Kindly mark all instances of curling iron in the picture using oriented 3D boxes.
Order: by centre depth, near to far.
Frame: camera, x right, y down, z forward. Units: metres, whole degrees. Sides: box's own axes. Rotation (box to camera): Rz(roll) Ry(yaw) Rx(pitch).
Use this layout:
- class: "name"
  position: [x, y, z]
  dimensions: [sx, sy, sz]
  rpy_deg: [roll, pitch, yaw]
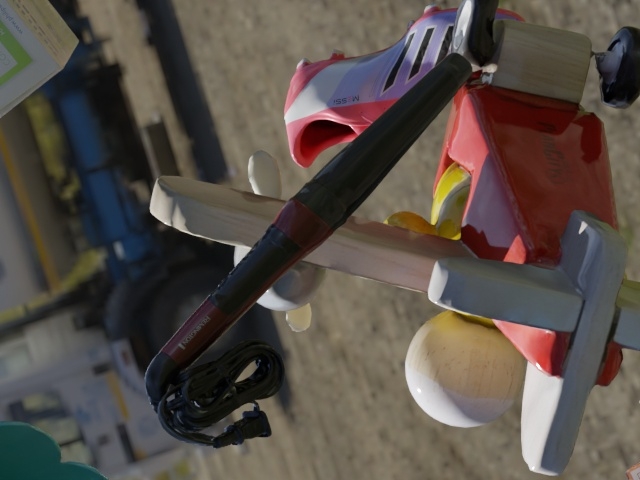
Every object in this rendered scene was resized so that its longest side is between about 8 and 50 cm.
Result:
- class: "curling iron"
  position: [0.000, 0.000, 0.899]
  dimensions: [0.068, 0.274, 0.035]
  rpy_deg: [46, 154, -23]

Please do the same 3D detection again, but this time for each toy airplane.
- class: "toy airplane"
  position: [0.134, 0.032, 1.147]
  dimensions: [0.386, 0.384, 0.272]
  rpy_deg: [39, 128, 28]

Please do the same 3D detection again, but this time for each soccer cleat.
- class: "soccer cleat"
  position: [0.070, -0.129, 1.426]
  dimensions: [0.083, 0.248, 0.095]
  rpy_deg: [27, -121, -43]

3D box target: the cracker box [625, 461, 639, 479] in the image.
- class: "cracker box"
  position: [0.305, 0.260, 1.169]
  dimensions: [0.156, 0.067, 0.232]
  rpy_deg: [38, -154, -56]

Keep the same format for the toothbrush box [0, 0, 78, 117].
- class: "toothbrush box"
  position: [-0.281, -0.176, 1.187]
  dimensions: [0.206, 0.122, 0.283]
  rpy_deg: [52, -177, -11]

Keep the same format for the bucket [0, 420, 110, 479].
- class: "bucket"
  position: [-0.240, 0.256, 1.005]
  dimensions: [0.183, 0.281, 0.281]
  rpy_deg: [-23, 83, 42]
